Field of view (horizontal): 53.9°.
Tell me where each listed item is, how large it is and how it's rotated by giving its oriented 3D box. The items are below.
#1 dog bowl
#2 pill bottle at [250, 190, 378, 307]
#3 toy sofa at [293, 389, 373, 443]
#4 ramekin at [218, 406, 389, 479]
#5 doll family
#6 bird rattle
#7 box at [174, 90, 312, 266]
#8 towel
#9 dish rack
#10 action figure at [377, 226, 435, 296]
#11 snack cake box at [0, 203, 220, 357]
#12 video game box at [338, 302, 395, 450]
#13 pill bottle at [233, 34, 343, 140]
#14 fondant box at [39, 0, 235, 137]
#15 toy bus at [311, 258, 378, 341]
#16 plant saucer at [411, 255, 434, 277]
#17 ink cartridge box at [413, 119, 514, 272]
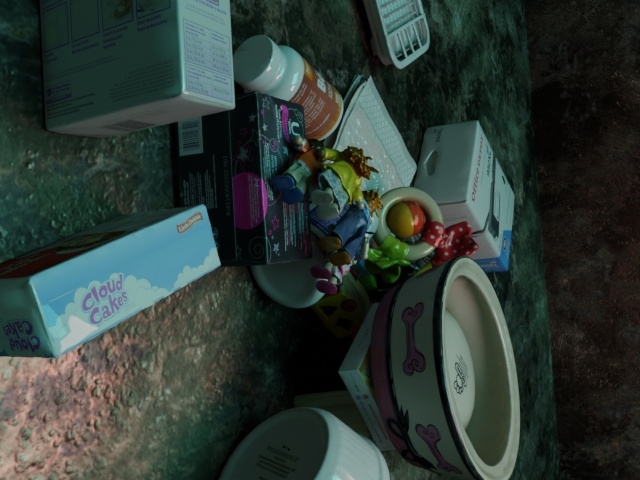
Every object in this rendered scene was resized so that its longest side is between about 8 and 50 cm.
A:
[{"bbox_3d":[0.234,0.239,1.162,0.408,0.150,0.407,30,54,-52],"label":"dog bowl"},{"bbox_3d":[0.000,0.000,1.164,0.265,0.153,0.153,-41,120,-52],"label":"pill bottle"},{"bbox_3d":[0.106,0.323,1.301,0.363,0.150,0.177,9,70,-58],"label":"toy sofa"},{"bbox_3d":[-0.041,0.381,0.969,0.127,0.273,0.273,53,43,-24],"label":"ramekin"},{"bbox_3d":[0.041,-0.050,0.969,0.163,0.118,0.262,-59,137,-49],"label":"doll family"},{"bbox_3d":[0.203,-0.019,1.365,0.143,0.254,0.206,113,-40,-85],"label":"bird rattle"},{"bbox_3d":[-0.118,-0.085,0.977,0.142,0.163,0.247,-2,89,-62],"label":"box"},{"bbox_3d":[0.122,-0.172,1.477,0.331,0.053,0.317,56,43,-38],"label":"towel"},{"bbox_3d":[0.169,-0.613,1.582,0.285,0.072,0.332,-46,125,-49],"label":"dish rack"},{"bbox_3d":[0.237,0.062,1.541,0.275,0.141,0.164,-46,157,-55],"label":"action figure"},{"bbox_3d":[-0.262,0.039,0.742,0.264,0.152,0.089,-33,115,-54],"label":"snack cake box"},{"bbox_3d":[0.119,0.244,1.163,0.187,0.048,0.205,62,33,-19],"label":"video game box"},{"bbox_3d":[-0.059,-0.271,1.129,0.216,0.121,0.121,29,63,-54],"label":"pill bottle"},{"bbox_3d":[-0.227,-0.306,0.754,0.096,0.238,0.330,-4,90,-58],"label":"fondant box"},{"bbox_3d":[0.051,0.144,1.271,0.191,0.104,0.202,7,65,-66],"label":"toy bus"},{"bbox_3d":[0.267,0.132,1.482,0.188,0.045,0.188,-40,138,-18],"label":"plant saucer"},{"bbox_3d":[0.434,-0.117,1.860,0.395,0.166,0.285,45,50,-46],"label":"ink cartridge box"}]
